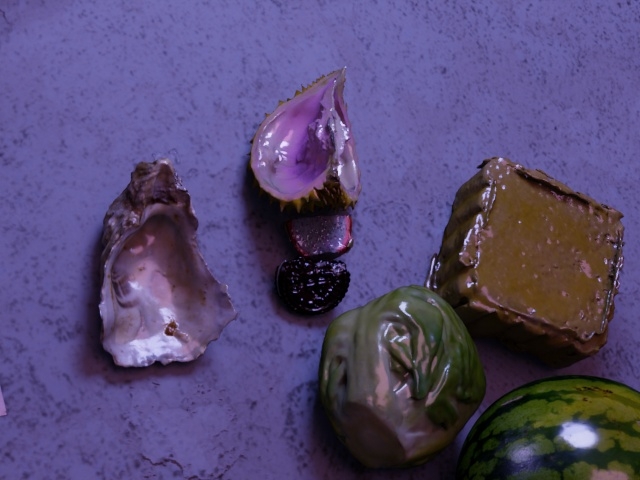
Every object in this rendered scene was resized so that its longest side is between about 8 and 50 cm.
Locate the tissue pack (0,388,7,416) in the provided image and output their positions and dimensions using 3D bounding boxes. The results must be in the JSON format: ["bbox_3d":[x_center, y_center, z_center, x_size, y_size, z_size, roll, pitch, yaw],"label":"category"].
[{"bbox_3d":[-0.430,0.092,1.412,0.148,0.092,0.246,-10,73,-28],"label":"tissue pack"}]

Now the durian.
[{"bbox_3d":[-0.008,-0.108,1.682,0.165,0.132,0.182,-12,61,-31],"label":"durian"}]

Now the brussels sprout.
[{"bbox_3d":[0.097,0.161,1.605,0.223,0.161,0.223,4,84,-40],"label":"brussels sprout"}]

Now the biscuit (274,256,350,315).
[{"bbox_3d":[-0.009,0.049,1.654,0.089,0.027,0.087,-38,112,-3],"label":"biscuit"}]

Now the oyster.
[{"bbox_3d":[-0.190,0.026,1.568,0.161,0.107,0.233,-2,87,-32],"label":"oyster"}]

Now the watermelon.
[{"bbox_3d":[0.290,0.292,1.559,0.285,0.285,0.285,10,64,-22],"label":"watermelon"}]

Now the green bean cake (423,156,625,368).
[{"bbox_3d":[0.262,0.030,1.756,0.224,0.131,0.230,23,63,-13],"label":"green bean cake"}]

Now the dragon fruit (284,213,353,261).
[{"bbox_3d":[0.000,0.000,1.685,0.083,0.060,0.056,-7,78,-2],"label":"dragon fruit"}]
